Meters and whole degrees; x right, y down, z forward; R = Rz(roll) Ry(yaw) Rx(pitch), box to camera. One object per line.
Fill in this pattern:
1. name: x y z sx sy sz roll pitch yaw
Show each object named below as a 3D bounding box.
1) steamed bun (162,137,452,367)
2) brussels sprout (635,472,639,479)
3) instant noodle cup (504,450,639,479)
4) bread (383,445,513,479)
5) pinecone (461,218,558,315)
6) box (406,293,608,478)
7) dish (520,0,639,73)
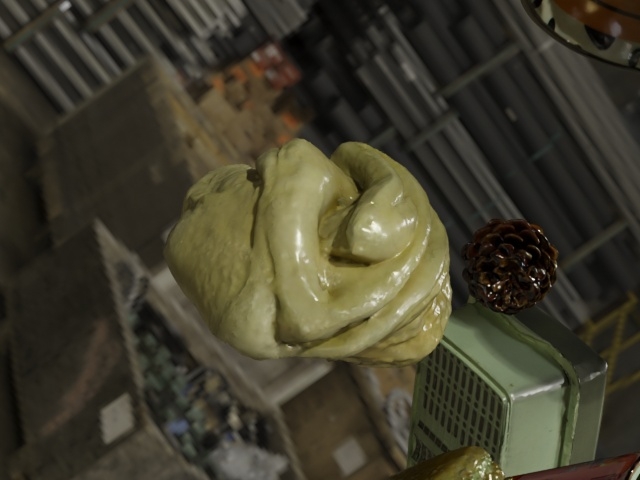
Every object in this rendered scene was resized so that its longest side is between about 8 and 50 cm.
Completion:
1. steamed bun: 0.002 0.002 1.602 0.325 0.230 0.372 24 14 27
2. brussels sprout: 0.331 0.215 1.008 0.244 0.244 0.244 53 6 -9
3. instant noodle cup: 0.244 0.304 1.296 0.243 0.231 0.243 22 55 -35
4. bread: 0.065 0.249 1.128 0.102 0.196 0.138 55 45 -4
5. pinecone: 0.146 0.019 1.099 0.077 0.077 0.083 55 6 2
6. box: 0.222 0.223 1.724 0.220 0.166 0.290 43 -42 47
7. dish: 0.400 -0.325 1.812 0.303 0.120 0.303 21 -15 6
